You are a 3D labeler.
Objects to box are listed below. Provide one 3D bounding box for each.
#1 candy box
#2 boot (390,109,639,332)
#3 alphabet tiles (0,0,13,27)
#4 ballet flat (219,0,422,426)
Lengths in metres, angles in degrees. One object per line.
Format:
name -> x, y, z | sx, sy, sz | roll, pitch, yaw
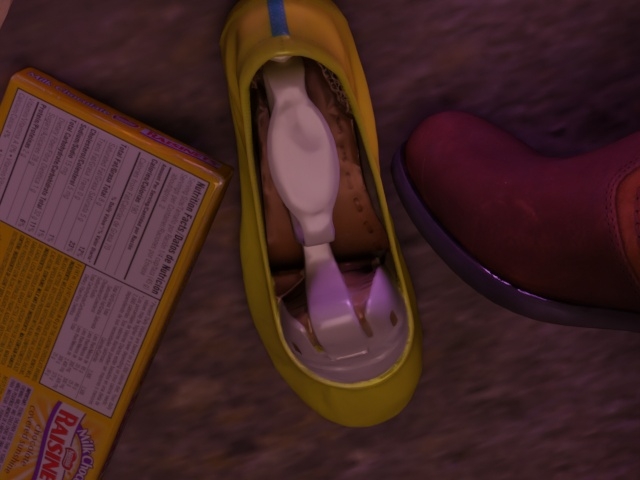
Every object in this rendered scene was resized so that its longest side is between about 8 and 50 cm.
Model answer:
candy box -> -0.124, 0.035, 0.867 | 0.105, 0.027, 0.206 | 26, 111, 3
boot -> 0.168, -0.079, 0.759 | 0.096, 0.264, 0.280 | -4, 121, -44
alphabet tiles -> -0.251, -0.104, 0.722 | 0.278, 0.021, 0.284 | 2, 145, -28
ballet flat -> 0.000, 0.000, 0.852 | 0.077, 0.077, 0.231 | -12, 116, -1
